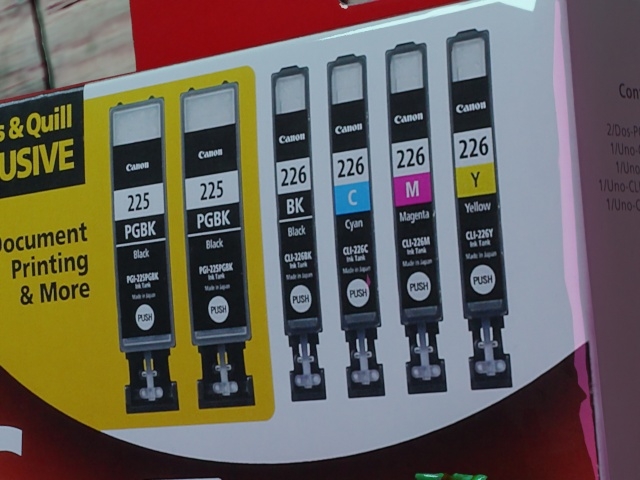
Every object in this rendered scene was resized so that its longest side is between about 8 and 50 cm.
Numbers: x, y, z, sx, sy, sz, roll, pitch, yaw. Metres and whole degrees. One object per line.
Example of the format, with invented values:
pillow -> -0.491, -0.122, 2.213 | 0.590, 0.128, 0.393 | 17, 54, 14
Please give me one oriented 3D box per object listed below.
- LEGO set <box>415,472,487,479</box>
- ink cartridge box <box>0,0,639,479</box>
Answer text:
LEGO set -> 0.056, 0.243, 0.559 | 0.255, 0.192, 0.331 | 14, 87, 46
ink cartridge box -> 0.000, 0.000, 0.744 | 0.309, 0.130, 0.272 | -8, 85, 39
